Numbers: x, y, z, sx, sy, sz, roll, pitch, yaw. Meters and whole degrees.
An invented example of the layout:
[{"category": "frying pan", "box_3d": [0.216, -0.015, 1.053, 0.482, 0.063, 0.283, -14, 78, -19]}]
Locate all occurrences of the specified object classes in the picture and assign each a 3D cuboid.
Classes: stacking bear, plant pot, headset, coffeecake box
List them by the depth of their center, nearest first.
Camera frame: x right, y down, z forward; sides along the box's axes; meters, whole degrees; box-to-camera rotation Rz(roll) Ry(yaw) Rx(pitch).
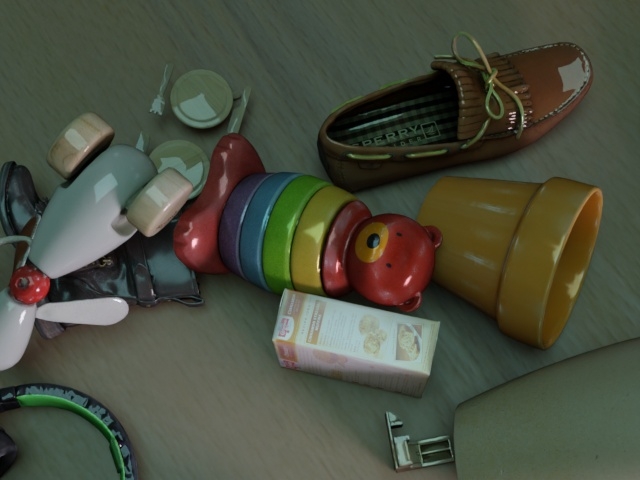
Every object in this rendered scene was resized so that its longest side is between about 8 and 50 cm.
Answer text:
[{"category": "plant pot", "box_3d": [0.297, 0.238, 1.091, 0.273, 0.256, 0.257, -9, 70, 16]}, {"category": "headset", "box_3d": [-0.405, 0.303, 1.103, 0.394, 0.185, 0.243, -18, 70, -16]}, {"category": "stacking bear", "box_3d": [0.000, 0.000, 1.167, 0.289, 0.164, 0.175, 15, 71, 25]}, {"category": "coffeecake box", "box_3d": [0.042, 0.127, 1.170, 0.185, 0.142, 0.068, 12, 71, 6]}, {"category": "plant pot", "box_3d": [0.221, 0.007, 1.189, 0.187, 0.205, 0.205, 19, 72, 24]}]

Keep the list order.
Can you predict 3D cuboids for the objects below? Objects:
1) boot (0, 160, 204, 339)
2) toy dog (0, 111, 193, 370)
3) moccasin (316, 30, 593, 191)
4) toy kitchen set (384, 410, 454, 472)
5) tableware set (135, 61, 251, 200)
[{"category": "boot", "box_3d": [-0.282, -0.008, 1.263, 0.228, 0.091, 0.263, -19, 82, -5]}, {"category": "toy dog", "box_3d": [-0.294, -0.002, 1.164, 0.333, 0.161, 0.220, -30, 88, 9]}, {"category": "moccasin", "box_3d": [0.177, -0.180, 1.269, 0.379, 0.147, 0.139, -13, 71, -3]}, {"category": "toy kitchen set", "box_3d": [0.120, 0.235, 1.160, 0.075, 0.083, 0.068, -10, 71, -2]}, {"category": "tableware set", "box_3d": [-0.178, -0.140, 1.325, 0.128, 0.039, 0.194, 17, 75, -2]}]
